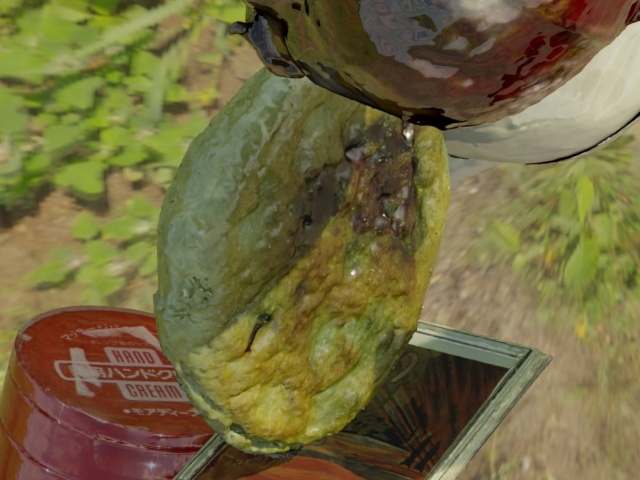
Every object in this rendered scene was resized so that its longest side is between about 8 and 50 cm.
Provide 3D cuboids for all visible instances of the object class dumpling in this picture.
[{"bbox_3d":[0.159,-0.171,1.468,0.341,0.260,0.181,-16,58,41],"label":"dumpling"}]

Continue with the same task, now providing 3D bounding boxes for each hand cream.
[{"bbox_3d":[-0.174,0.169,1.604,0.230,0.230,0.149,22,114,7],"label":"hand cream"}]

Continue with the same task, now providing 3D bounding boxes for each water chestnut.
[{"bbox_3d":[0.070,-0.240,0.956,0.347,0.335,0.335,-33,88,23],"label":"water chestnut"}]

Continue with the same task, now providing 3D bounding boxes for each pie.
[{"bbox_3d":[0.000,0.000,1.333,0.070,0.323,0.323,24,97,37],"label":"pie"}]

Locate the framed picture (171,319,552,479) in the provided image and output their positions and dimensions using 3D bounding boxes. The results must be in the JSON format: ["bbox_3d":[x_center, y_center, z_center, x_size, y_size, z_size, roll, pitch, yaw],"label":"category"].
[{"bbox_3d":[0.031,0.143,1.478,0.216,0.273,0.016,12,130,31],"label":"framed picture"}]
